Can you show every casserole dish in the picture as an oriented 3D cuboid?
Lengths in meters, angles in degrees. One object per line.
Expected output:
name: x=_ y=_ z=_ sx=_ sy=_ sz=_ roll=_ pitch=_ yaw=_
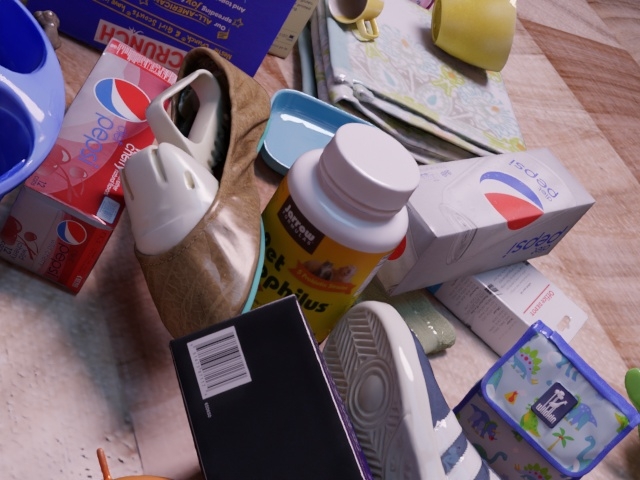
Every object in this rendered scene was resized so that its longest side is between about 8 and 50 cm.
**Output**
casserole dish: x=0.005 y=-0.104 z=1.120 sx=0.188 sy=0.037 sz=0.114 roll=22 pitch=55 yaw=-20

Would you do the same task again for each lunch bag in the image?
lunch bag: x=0.206 y=0.164 z=0.895 sx=0.129 sy=0.151 sz=0.096 roll=44 pitch=36 yaw=11

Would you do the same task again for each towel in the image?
towel: x=0.121 y=-0.229 z=1.338 sx=0.320 sy=0.090 sz=0.374 roll=22 pitch=38 yaw=-22
towel: x=0.069 y=0.065 z=1.005 sx=0.110 sy=0.027 sz=0.148 roll=-16 pitch=59 yaw=-46

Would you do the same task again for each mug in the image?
mug: x=0.051 y=-0.306 z=1.250 sx=0.062 sy=0.078 sz=0.064 roll=17 pitch=14 yaw=30

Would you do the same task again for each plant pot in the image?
plant pot: x=0.207 y=-0.305 z=1.330 sx=0.095 sy=0.134 sz=0.134 roll=2 pitch=42 yaw=-5

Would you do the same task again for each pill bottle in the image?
pill bottle: x=0.000 y=0.000 z=0.863 sx=0.117 sy=0.215 sz=0.117 roll=21 pitch=37 yaw=-18

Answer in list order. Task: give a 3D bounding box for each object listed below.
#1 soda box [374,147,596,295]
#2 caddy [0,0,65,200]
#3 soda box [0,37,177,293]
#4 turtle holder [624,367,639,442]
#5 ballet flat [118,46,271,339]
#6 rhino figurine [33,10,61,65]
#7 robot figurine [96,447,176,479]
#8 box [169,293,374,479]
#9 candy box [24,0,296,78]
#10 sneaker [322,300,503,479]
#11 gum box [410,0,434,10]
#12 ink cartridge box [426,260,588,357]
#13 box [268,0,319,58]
soda box: x=0.167 y=-0.026 z=1.025 sx=0.286 sy=0.098 sz=0.091 roll=-11 pitch=56 yaw=-43
caddy: x=-0.366 y=-0.121 z=0.698 sx=0.341 sy=0.179 sz=0.241 roll=14 pitch=56 yaw=-27
soda box: x=-0.209 y=-0.078 z=0.889 sx=0.083 sy=0.092 sz=0.263 roll=27 pitch=37 yaw=-13
turtle holder: x=0.489 y=0.221 z=0.987 sx=0.227 sy=0.243 sz=0.320 roll=17 pitch=27 yaw=-50
ballet flat: x=-0.111 y=-0.062 z=0.837 sx=0.124 sy=0.116 sz=0.342 roll=50 pitch=30 yaw=-33
rhino figurine: x=-0.361 y=-0.176 z=0.897 sx=0.243 sy=0.073 sz=0.106 roll=1 pitch=58 yaw=-33
robot figurine: x=-0.110 y=0.237 z=0.577 sx=0.158 sy=0.128 sz=0.219 roll=13 pitch=41 yaw=-27
box: x=-0.004 y=0.198 z=0.649 sx=0.103 sy=0.184 sz=0.261 roll=-20 pitch=54 yaw=-4
candy box: x=-0.145 y=-0.341 z=1.050 sx=0.268 sy=0.317 sz=0.122 roll=23 pitch=36 yaw=-18
sneaker: x=0.103 y=0.211 z=0.796 sx=0.148 sy=0.131 sz=0.350 roll=14 pitch=46 yaw=-37
gum box: x=0.090 y=-0.425 z=1.553 sx=0.188 sy=0.062 sz=0.107 roll=-3 pitch=50 yaw=-41
ink cartridge box: x=0.205 y=0.063 z=1.087 sx=0.180 sy=0.060 sz=0.104 roll=43 pitch=37 yaw=11
box: x=-0.060 y=-0.410 z=1.261 sx=0.117 sy=0.243 sz=0.214 roll=13 pitch=42 yaw=-28
